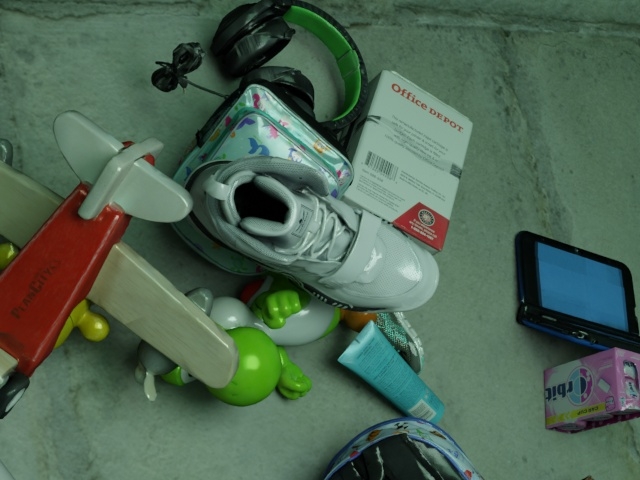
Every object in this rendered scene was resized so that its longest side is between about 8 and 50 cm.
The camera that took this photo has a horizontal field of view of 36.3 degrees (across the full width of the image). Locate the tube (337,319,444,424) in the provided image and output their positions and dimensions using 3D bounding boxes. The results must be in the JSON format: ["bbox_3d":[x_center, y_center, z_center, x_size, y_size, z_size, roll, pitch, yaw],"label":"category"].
[{"bbox_3d":[0.115,0.215,1.522,0.207,0.052,0.080,46,73,-28],"label":"tube"}]

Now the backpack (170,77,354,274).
[{"bbox_3d":[-0.098,-0.078,1.422,0.225,0.253,0.191,41,15,-14],"label":"backpack"}]

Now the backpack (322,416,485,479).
[{"bbox_3d":[0.128,0.384,1.371,0.276,0.213,0.263,-34,97,4],"label":"backpack"}]

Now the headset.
[{"bbox_3d":[-0.081,-0.279,1.551,0.394,0.185,0.244,-13,78,-35],"label":"headset"}]

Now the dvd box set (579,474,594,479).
[{"bbox_3d":[0.468,0.629,1.544,0.307,0.062,0.420,-29,74,-35],"label":"dvd box set"}]

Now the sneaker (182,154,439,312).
[{"bbox_3d":[0.000,0.000,1.232,0.365,0.210,0.137,24,86,-9],"label":"sneaker"}]

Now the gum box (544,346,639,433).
[{"bbox_3d":[0.468,0.258,1.667,0.062,0.188,0.107,15,63,-25],"label":"gum box"}]

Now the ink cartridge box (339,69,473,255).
[{"bbox_3d":[0.129,-0.121,1.659,0.197,0.114,0.273,29,60,-18],"label":"ink cartridge box"}]

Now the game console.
[{"bbox_3d":[0.515,0.108,1.774,0.293,0.250,0.173,15,91,-25],"label":"game console"}]

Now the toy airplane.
[{"bbox_3d":[-0.317,0.025,1.239,0.384,0.272,0.386,-10,89,0],"label":"toy airplane"}]

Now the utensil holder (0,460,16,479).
[{"bbox_3d":[-0.483,0.300,1.002,0.327,0.327,0.385,-38,95,-36],"label":"utensil holder"}]

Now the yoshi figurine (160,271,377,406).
[{"bbox_3d":[-0.052,0.135,1.407,0.362,0.203,0.204,-23,91,-32],"label":"yoshi figurine"}]

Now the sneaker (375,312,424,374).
[{"bbox_3d":[0.108,0.148,1.584,0.076,0.065,0.167,-23,81,-19],"label":"sneaker"}]
